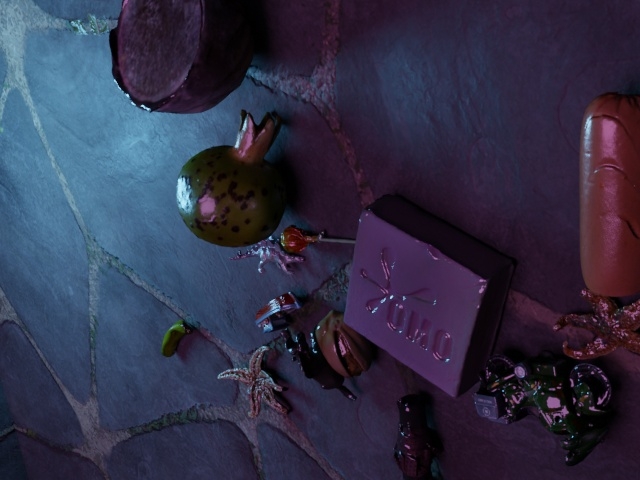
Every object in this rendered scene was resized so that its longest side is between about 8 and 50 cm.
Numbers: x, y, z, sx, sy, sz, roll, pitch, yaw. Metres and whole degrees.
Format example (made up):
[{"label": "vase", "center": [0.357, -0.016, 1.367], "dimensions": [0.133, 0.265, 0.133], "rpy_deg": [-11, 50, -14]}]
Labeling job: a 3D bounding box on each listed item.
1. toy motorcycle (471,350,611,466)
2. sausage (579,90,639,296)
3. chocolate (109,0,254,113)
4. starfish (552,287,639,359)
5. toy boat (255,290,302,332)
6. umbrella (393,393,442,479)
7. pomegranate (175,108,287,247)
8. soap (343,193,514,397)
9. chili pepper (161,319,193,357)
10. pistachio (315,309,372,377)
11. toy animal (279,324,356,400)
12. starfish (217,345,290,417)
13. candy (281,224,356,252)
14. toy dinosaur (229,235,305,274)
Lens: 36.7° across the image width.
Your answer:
[{"label": "toy motorcycle", "center": [0.392, 0.291, 1.679], "dimensions": [0.274, 0.124, 0.187], "rpy_deg": [2, 104, 49]}, {"label": "sausage", "center": [0.441, -0.072, 1.409], "dimensions": [0.121, 0.121, 0.304], "rpy_deg": [17, 123, 41]}, {"label": "chocolate", "center": [-0.247, -0.387, 1.908], "dimensions": [0.303, 0.213, 0.303], "rpy_deg": [-8, 79, 43]}, {"label": "starfish", "center": [0.476, 0.131, 1.559], "dimensions": [0.150, 0.053, 0.209], "rpy_deg": [45, 135, 1]}, {"label": "toy boat", "center": [-0.089, 0.164, 2.163], "dimensions": [0.173, 0.069, 0.059], "rpy_deg": [-38, 68, 51]}, {"label": "umbrella", "center": [0.197, 0.461, 2.009], "dimensions": [0.094, 0.090, 0.326], "rpy_deg": [17, 123, 45]}, {"label": "pomegranate", "center": [-0.187, -0.130, 1.994], "dimensions": [0.231, 0.231, 0.286], "rpy_deg": [13, 110, 43]}, {"label": "soap", "center": [0.194, 0.098, 1.793], "dimensions": [0.296, 0.107, 0.285], "rpy_deg": [30, 129, 32]}, {"label": "chili pepper", "center": [-0.383, 0.253, 2.554], "dimensions": [0.051, 0.050, 0.202], "rpy_deg": [23, 145, -14]}, {"label": "pistachio", "center": [0.052, 0.218, 2.020], "dimensions": [0.113, 0.113, 0.149], "rpy_deg": [2, 119, 47]}, {"label": "toy animal", "center": [-0.010, 0.264, 2.073], "dimensions": [0.084, 0.148, 0.233], "rpy_deg": [-29, 128, 16]}, {"label": "starfish", "center": [-0.158, 0.342, 2.356], "dimensions": [0.238, 0.057, 0.213], "rpy_deg": [15, 114, 37]}, {"label": "candy", "center": [0.000, 0.000, 1.999], "dimensions": [0.201, 0.060, 0.061], "rpy_deg": [2, 113, 38]}, {"label": "toy dinosaur", "center": [-0.120, 0.031, 2.142], "dimensions": [0.208, 0.039, 0.082], "rpy_deg": [-1, 107, 37]}]
